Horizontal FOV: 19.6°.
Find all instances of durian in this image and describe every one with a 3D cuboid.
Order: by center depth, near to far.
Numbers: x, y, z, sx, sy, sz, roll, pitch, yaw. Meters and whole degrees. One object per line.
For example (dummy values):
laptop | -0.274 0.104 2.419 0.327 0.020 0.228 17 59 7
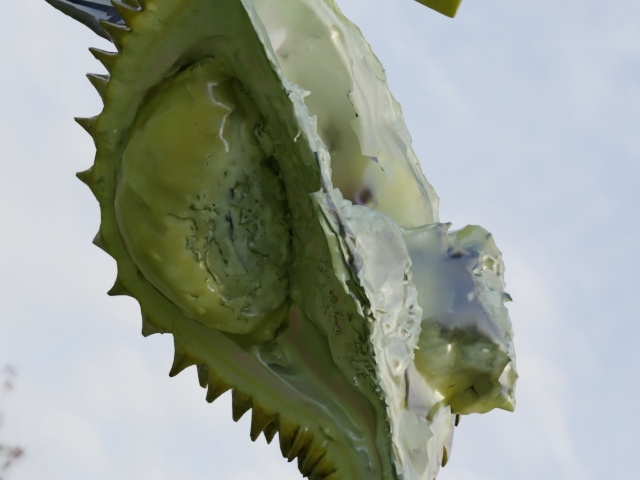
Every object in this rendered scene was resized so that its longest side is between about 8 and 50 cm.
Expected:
durian | 0.000 0.000 0.838 0.166 0.172 0.306 -16 -91 64

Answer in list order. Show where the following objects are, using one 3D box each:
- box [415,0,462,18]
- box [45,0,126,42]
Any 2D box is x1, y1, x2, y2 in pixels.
box | 0.129 -0.268 1.030 0.041 0.279 0.153 26 -28 5
box | -0.122 -0.257 0.970 0.337 0.264 0.106 34 -46 25
